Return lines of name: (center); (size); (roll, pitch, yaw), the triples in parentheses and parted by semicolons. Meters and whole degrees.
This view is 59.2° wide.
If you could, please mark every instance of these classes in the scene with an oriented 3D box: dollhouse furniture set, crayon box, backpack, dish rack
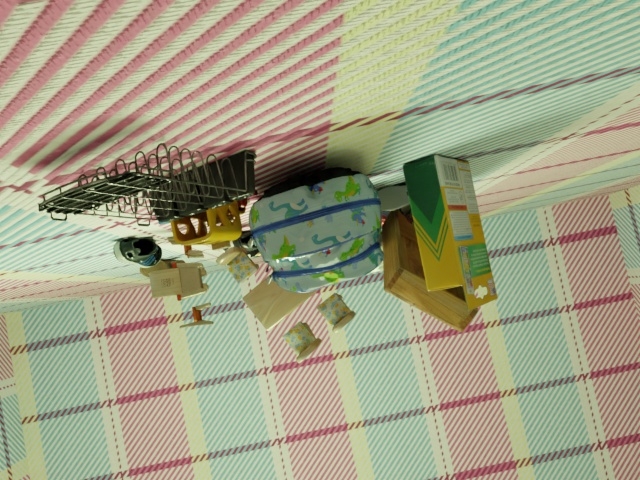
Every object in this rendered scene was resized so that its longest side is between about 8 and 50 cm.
dollhouse furniture set: (-0.385, 0.115, 1.559); (0.135, 0.262, 0.259); (-8, 175, -10)
crayon box: (0.285, -0.014, 1.225); (0.083, 0.323, 0.203); (-14, 174, 33)
backpack: (-0.002, -0.024, 1.072); (0.290, 0.273, 0.355); (-10, 164, -3)
dollhouse furniture set: (-0.037, 0.079, 1.516); (0.394, 0.362, 0.256); (-40, 174, 4)
dish rack: (-0.234, -0.076, 0.780); (0.208, 0.074, 0.271); (-15, 173, 28)

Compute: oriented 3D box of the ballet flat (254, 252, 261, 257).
ballet flat: (-0.231, 0.035, 2.152); (0.232, 0.073, 0.080); (-5, 180, -1)

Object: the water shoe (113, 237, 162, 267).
water shoe: (-0.463, 0.031, 1.503); (0.080, 0.073, 0.203); (-15, 175, 14)

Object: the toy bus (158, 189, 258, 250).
toy bus: (-0.209, -0.034, 1.119); (0.202, 0.104, 0.191); (-9, 175, -24)

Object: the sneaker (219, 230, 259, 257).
sneaker: (-0.223, 0.014, 1.839); (0.121, 0.079, 0.217); (-12, 174, 27)

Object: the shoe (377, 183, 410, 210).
shoe: (0.227, -0.115, 1.458); (0.178, 0.063, 0.081); (-17, 169, 17)

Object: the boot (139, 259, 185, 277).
boot: (-0.629, 0.114, 2.140); (0.152, 0.073, 0.197); (-10, 175, 41)

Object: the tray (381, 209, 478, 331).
tray: (0.257, 0.057, 1.409); (0.203, 0.076, 0.411); (29, -158, -6)

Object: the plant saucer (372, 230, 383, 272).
plant saucer: (0.204, 0.033, 1.865); (0.400, 0.100, 0.400); (-18, -176, 1)

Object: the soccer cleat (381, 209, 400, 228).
soccer cleat: (0.192, -0.063, 1.667); (0.095, 0.083, 0.248); (-18, -162, -40)

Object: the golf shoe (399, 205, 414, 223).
golf shoe: (0.295, -0.127, 1.521); (0.186, 0.086, 0.067); (-30, 155, -7)
